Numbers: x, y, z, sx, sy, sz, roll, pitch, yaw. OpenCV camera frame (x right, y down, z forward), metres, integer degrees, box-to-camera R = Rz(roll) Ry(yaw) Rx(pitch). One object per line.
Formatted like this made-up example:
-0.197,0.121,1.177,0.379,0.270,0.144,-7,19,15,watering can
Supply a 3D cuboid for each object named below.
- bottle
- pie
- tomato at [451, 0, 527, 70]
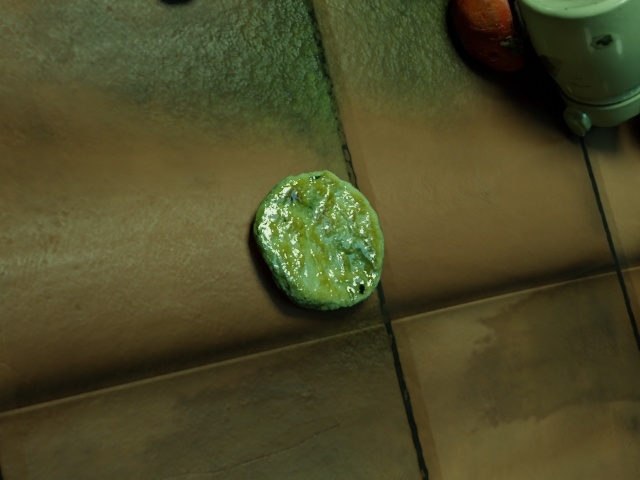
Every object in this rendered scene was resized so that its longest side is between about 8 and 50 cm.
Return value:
0.446,-0.320,1.202,0.351,0.229,0.229,46,52,-50,bottle
0.000,0.000,0.975,0.187,0.041,0.186,9,73,-30,pie
0.258,-0.355,1.209,0.189,0.099,0.173,48,33,-55,tomato
